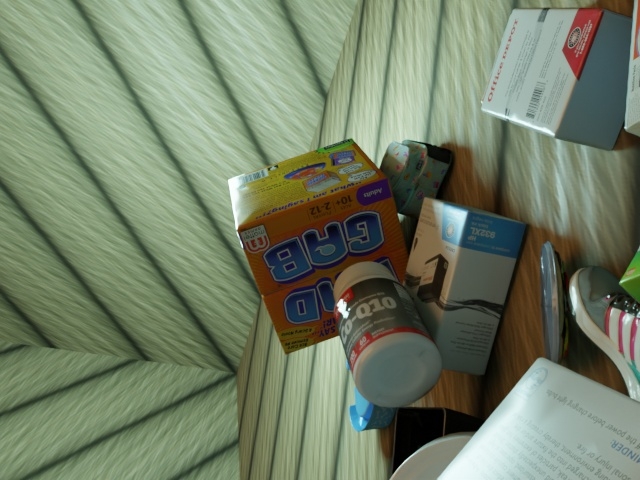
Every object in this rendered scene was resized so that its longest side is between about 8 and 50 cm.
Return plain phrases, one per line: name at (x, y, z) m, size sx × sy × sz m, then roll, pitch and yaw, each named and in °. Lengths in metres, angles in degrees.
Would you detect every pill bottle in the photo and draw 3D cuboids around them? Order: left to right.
pill bottle at (0.114, 0.167, 1.216) m, size 0.283 × 0.161 × 0.161 m, roll -110°, pitch 35°, yaw -60°

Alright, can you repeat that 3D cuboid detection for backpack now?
backpack at (0.224, -0.152, 1.574) m, size 0.166 × 0.144 × 0.188 m, roll -137°, pitch 56°, yaw -65°

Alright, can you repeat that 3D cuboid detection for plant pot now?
plant pot at (0.237, 0.394, 1.095) m, size 0.188 × 0.167 × 0.187 m, roll 145°, pitch 135°, yaw -67°

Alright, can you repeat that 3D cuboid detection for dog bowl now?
dog bowl at (0.134, 0.353, 1.654) m, size 0.166 × 0.074 × 0.297 m, roll 118°, pitch 156°, yaw -47°

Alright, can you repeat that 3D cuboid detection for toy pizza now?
toy pizza at (0.365, 0.100, 0.978) m, size 0.201 × 0.032 × 0.201 m, roll -2°, pitch -90°, yaw -76°

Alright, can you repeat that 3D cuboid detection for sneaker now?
sneaker at (0.416, 0.091, 0.758) m, size 0.295 × 0.124 × 0.178 m, roll -104°, pitch 27°, yaw -49°

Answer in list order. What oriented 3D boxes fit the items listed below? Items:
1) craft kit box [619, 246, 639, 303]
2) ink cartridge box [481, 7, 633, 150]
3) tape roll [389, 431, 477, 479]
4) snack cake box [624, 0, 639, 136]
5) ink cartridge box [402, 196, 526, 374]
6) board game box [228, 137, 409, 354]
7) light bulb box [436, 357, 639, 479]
craft kit box at (0.453, -0.057, 0.636) m, size 0.246 × 0.061 × 0.250 m, roll -45°, pitch -1°, yaw -27°
ink cartridge box at (0.405, -0.283, 1.076) m, size 0.273 × 0.114 × 0.197 m, roll -120°, pitch 43°, yaw -66°
tape roll at (0.222, 0.423, 0.901) m, size 0.100 × 0.286 × 0.286 m, roll 35°, pitch -118°, yaw -71°
snack cake box at (0.478, -0.265, 0.793) m, size 0.152 × 0.089 × 0.264 m, roll 135°, pitch 152°, yaw -67°
ink cartridge box at (0.266, 0.084, 1.276) m, size 0.223 × 0.129 × 0.307 m, roll -142°, pitch 64°, yaw -73°
board game box at (0.000, 0.000, 1.608) m, size 0.356 × 0.357 × 0.356 m, roll -114°, pitch 5°, yaw -64°
light bulb box at (0.235, 0.362, 0.513) m, size 0.361 × 0.358 × 0.225 m, roll -49°, pitch 7°, yaw -3°
